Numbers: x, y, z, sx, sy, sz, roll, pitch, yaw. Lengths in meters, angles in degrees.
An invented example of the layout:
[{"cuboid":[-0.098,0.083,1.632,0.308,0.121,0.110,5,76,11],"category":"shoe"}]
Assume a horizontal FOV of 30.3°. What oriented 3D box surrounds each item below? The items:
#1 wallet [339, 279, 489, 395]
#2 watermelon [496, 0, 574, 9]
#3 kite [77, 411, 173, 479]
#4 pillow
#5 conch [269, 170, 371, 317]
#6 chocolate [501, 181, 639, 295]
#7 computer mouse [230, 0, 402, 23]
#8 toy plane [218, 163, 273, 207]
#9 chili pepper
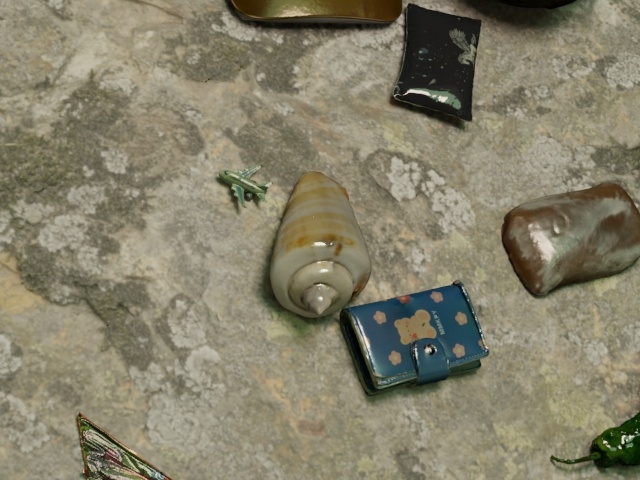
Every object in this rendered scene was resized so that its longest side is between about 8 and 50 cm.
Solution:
[{"cuboid":[0.142,0.144,1.743,0.202,0.059,0.141,-12,73,-25],"category":"wallet"},{"cuboid":[0.350,-0.570,2.001,0.363,0.363,0.363,8,64,-17],"category":"watermelon"},{"cuboid":[-0.229,0.369,1.524,0.234,0.016,0.321,-4,68,-22],"category":"kite"},{"cuboid":[0.199,-0.300,1.973,0.141,0.055,0.208,15,61,-6],"category":"pillow"},{"cuboid":[0.003,-0.004,1.720,0.158,0.127,0.255,5,62,-16],"category":"conch"},{"cuboid":[0.422,-0.016,1.908,0.254,0.080,0.157,-14,72,-25],"category":"chocolate"},{"cuboid":[-0.004,-0.425,1.950,0.310,0.072,0.158,-3,69,-22],"category":"computer mouse"},{"cuboid":[-0.115,-0.084,1.771,0.083,0.033,0.080,21,61,-2],"category":"toy plane"},{"cuboid":[0.479,0.276,1.805,0.122,0.065,0.279,42,57,12],"category":"chili pepper"}]
